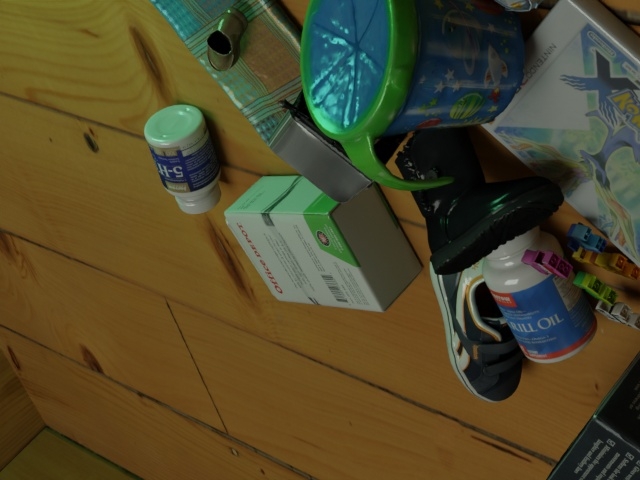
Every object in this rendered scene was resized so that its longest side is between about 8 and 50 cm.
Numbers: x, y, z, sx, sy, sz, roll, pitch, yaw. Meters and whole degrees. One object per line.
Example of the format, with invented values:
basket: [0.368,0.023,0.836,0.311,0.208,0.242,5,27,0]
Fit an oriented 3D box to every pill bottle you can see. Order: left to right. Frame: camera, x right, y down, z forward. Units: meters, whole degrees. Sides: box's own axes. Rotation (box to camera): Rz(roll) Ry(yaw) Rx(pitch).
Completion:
pill bottle: [-0.243,-0.143,2.337,0.112,0.112,0.186,22,144,34]
pill bottle: [0.313,0.063,1.898,0.124,0.124,0.221,1,130,50]

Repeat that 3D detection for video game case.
video game case: [0.376,-0.135,1.657,0.329,0.036,0.300,42,151,3]

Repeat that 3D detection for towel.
towel: [-0.128,-0.318,2.045,0.370,0.040,0.271,50,151,-11]

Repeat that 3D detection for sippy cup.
sippy cup: [0.125,-0.233,1.608,0.240,0.224,0.305,52,132,50]

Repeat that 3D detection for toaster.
toaster: [0.029,-0.169,1.880,0.186,0.168,0.110,38,142,-4]

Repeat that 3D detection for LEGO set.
LEGO set: [0.373,0.036,1.814,0.227,0.087,0.093,33,170,-35]

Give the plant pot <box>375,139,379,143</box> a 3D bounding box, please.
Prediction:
plant pot: [0.079,-0.226,1.777,0.167,0.165,0.167,31,148,23]

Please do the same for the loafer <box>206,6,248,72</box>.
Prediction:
loafer: [-0.155,-0.307,2.003,0.056,0.050,0.148,38,150,8]

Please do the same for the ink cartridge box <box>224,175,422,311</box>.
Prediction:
ink cartridge box: [0.000,0.000,2.206,0.289,0.121,0.211,4,131,49]

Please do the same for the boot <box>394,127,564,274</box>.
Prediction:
boot: [0.211,-0.091,1.796,0.246,0.094,0.207,-38,62,46]

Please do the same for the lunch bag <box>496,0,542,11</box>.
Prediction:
lunch bag: [0.240,-0.316,1.558,0.083,0.071,0.053,35,148,15]

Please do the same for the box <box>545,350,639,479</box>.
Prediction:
box: [0.568,0.367,1.882,0.395,0.212,0.293,37,149,14]

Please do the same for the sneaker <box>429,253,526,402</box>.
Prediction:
sneaker: [0.275,0.145,2.048,0.127,0.126,0.321,18,140,47]
